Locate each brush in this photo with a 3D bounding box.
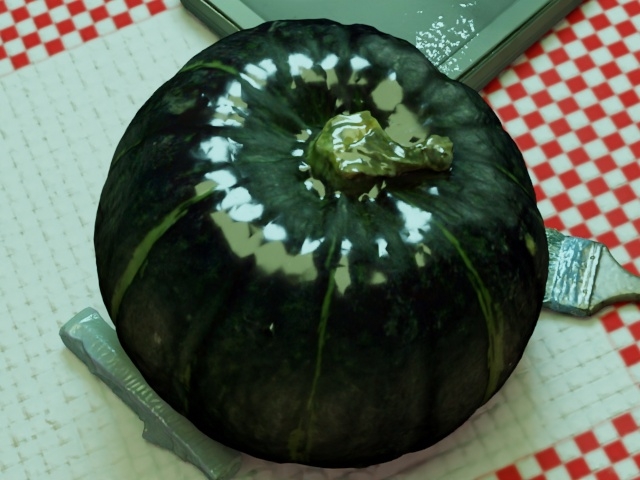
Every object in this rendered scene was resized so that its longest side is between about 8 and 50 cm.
[{"bbox_3d":[0.231,0.035,1.268,0.196,0.021,0.070,11,64,11],"label":"brush"}]

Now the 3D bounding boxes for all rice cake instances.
[{"bbox_3d":[-0.129,0.117,1.249,0.042,0.030,0.180,-39,64,-22],"label":"rice cake"}]

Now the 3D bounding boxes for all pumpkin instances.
[{"bbox_3d":[0.000,0.000,1.182,0.323,0.241,0.323,3,59,-4],"label":"pumpkin"}]

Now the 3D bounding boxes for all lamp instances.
[{"bbox_3d":[0.054,-0.222,1.418,0.266,0.047,0.269,-41,65,-16],"label":"lamp"}]
